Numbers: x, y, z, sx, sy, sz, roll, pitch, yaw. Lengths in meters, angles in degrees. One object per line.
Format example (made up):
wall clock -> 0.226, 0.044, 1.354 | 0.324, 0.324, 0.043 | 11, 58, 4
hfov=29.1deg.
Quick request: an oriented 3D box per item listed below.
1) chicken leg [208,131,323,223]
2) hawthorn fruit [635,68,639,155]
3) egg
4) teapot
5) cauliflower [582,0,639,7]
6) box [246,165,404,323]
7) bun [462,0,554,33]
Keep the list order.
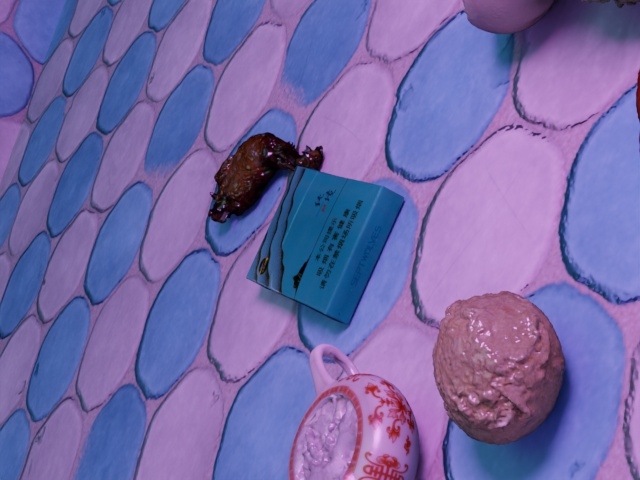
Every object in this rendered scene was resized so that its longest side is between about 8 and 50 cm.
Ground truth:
chicken leg -> -0.077, -0.097, 1.686 | 0.253, 0.051, 0.106 | -24, 53, 50
hawthorn fruit -> 0.344, -0.057, 0.727 | 0.307, 0.265, 0.265 | 0, 65, 36
egg -> 0.150, 0.105, 1.053 | 0.118, 0.116, 0.140 | -14, 50, 20
teapot -> 0.029, 0.200, 1.192 | 0.159, 0.116, 0.245 | -62, 27, 32
cauliflower -> 0.265, -0.373, 1.098 | 0.327, 0.260, 0.281 | -19, 49, 18
box -> 0.000, 0.000, 1.477 | 0.226, 0.042, 0.161 | 20, 84, 62
bun -> 0.204, -0.301, 1.271 | 0.119, 0.173, 0.173 | -4, 57, 18
